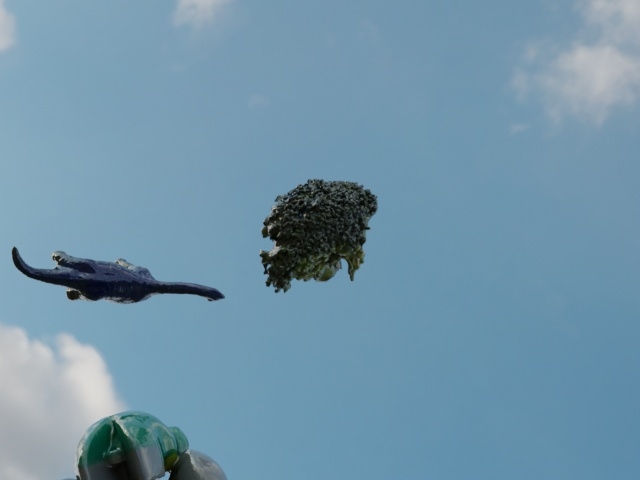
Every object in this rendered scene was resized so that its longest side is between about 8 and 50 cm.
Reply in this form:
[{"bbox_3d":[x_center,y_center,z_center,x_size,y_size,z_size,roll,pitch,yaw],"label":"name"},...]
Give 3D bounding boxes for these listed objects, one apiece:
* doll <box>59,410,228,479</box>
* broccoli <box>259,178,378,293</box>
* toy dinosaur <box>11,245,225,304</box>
[{"bbox_3d":[-0.182,0.252,1.211,0.195,0.258,0.153,-24,-95,23],"label":"doll"},{"bbox_3d":[0.000,0.000,1.487,0.154,0.167,0.160,2,-33,19],"label":"broccoli"},{"bbox_3d":[-0.277,0.052,1.522,0.188,0.247,0.075,3,-100,47],"label":"toy dinosaur"}]
